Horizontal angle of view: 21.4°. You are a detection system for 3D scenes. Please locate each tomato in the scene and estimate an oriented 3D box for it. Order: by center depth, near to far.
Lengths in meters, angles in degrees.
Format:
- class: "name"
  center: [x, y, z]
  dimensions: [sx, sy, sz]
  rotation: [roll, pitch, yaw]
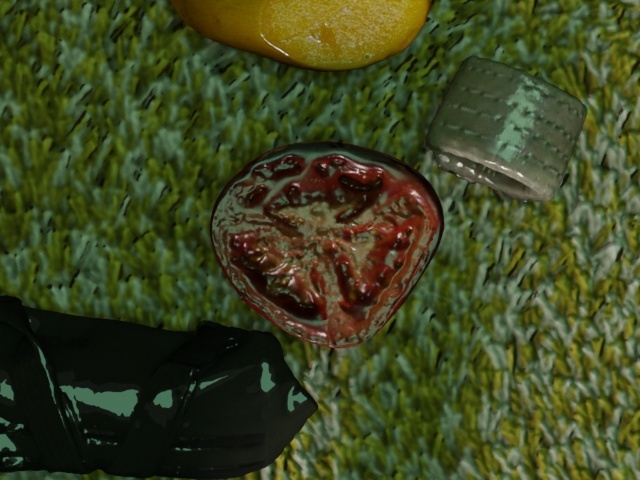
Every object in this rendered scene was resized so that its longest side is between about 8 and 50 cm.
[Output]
- class: "tomato"
  center: [-0.001, -0.009, 1.383]
  dimensions: [0.174, 0.082, 0.166]
  rotation: [32, 90, -10]

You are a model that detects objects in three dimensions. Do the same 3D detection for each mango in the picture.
- class: "mango"
  center: [-0.019, -0.210, 1.384]
  dimensions: [0.217, 0.102, 0.141]
  rotation: [-4, 112, -5]

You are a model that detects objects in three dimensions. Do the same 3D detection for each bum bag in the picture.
- class: "bum bag"
  center: [-0.163, 0.120, 1.358]
  dimensions: [0.326, 0.080, 0.142]
  rotation: [3, 91, -9]

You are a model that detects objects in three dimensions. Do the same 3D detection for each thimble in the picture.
- class: "thimble"
  center: [0.154, -0.090, 1.401]
  dimensions: [0.115, 0.102, 0.090]
  rotation: [21, 85, 23]
